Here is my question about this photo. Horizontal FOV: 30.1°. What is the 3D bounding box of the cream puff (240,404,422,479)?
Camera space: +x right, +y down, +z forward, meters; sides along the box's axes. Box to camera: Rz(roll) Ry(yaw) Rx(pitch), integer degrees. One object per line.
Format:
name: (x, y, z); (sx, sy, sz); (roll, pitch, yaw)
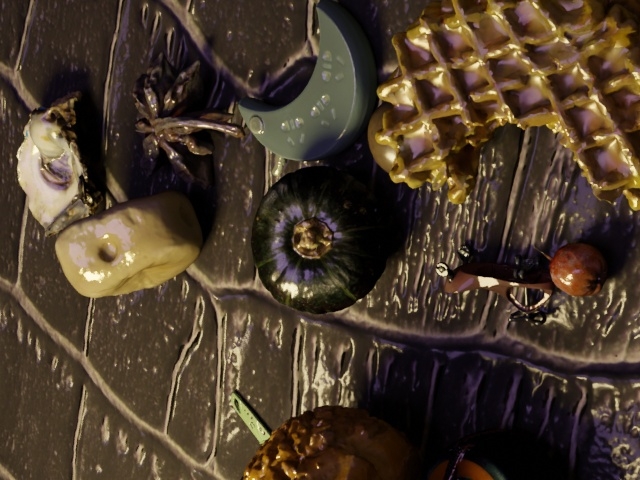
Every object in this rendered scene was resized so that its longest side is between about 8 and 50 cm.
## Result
cream puff: (-0.006, 0.376, 1.560); (0.231, 0.343, 0.327); (12, 93, 17)

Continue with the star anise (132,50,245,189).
star anise: (-0.208, -0.173, 1.750); (0.231, 0.089, 0.209); (-24, 93, 54)

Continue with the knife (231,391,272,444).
knife: (-0.076, 0.314, 1.817); (0.207, 0.014, 0.030); (49, 130, 21)

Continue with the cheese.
cheese: (-0.289, 0.011, 1.793); (0.117, 0.218, 0.235); (66, 153, 11)

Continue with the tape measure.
tape measure: (0.218, 0.351, 1.493); (0.202, 0.135, 0.223); (-18, 84, 51)

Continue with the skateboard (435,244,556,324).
skateboard: (0.221, 0.058, 1.466); (0.151, 0.067, 0.080); (7, 115, 36)

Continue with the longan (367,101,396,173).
longan: (0.113, -0.131, 1.482); (0.113, 0.092, 0.113); (-2, 86, 30)

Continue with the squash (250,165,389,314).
squash: (-0.002, -0.001, 1.568); (0.193, 0.156, 0.193); (-1, 105, -3)

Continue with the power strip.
power strip: (-0.015, -0.188, 1.602); (0.167, 0.054, 0.253); (54, 129, 17)

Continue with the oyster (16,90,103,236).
oyster: (-0.430, -0.116, 1.962); (0.223, 0.083, 0.214); (-23, 83, 47)

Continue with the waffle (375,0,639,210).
waffle: (0.228, -0.161, 1.312); (0.324, 0.151, 0.261); (2, 102, 25)

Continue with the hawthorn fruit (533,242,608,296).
hawthorn fruit: (0.287, 0.028, 1.395); (0.103, 0.067, 0.067); (21, 115, 37)
